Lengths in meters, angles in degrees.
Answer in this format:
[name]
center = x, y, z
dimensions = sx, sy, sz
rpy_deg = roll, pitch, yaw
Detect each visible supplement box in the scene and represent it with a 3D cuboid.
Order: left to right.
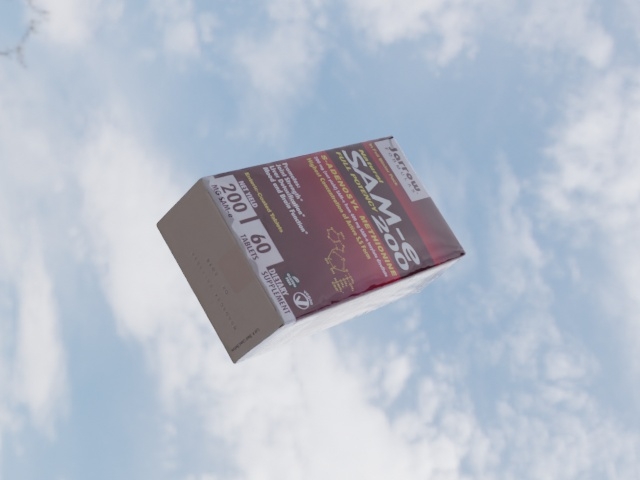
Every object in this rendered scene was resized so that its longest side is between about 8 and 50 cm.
[supplement box]
center = 0.000, 0.000, 0.933
dimensions = 0.073, 0.239, 0.130
rpy_deg = -40, -105, 39
